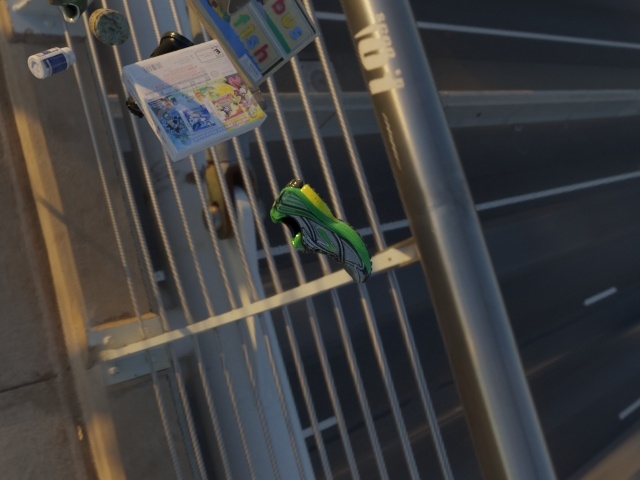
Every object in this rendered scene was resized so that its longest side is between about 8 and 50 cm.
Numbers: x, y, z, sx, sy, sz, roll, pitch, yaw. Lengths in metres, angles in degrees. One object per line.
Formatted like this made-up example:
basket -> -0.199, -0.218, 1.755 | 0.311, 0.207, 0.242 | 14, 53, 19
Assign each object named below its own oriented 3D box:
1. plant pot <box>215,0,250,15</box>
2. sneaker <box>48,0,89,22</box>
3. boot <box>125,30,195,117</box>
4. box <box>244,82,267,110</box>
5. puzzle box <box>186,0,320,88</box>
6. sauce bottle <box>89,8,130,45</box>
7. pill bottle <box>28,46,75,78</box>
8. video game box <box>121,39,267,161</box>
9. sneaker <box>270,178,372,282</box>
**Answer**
plant pot -> -0.229, -0.673, 1.189 | 0.274, 0.256, 0.256 | 38, 57, -8
sneaker -> -0.552, -0.541, 1.194 | 0.064, 0.192, 0.086 | 18, 78, 5
boot -> -0.447, -0.448, 1.559 | 0.094, 0.247, 0.207 | 26, 76, -31
box -> -0.333, -0.522, 2.039 | 0.231, 0.056, 0.183 | -23, 73, -4
puzzle box -> -0.210, -0.669, 1.561 | 0.272, 0.052, 0.409 | -44, 118, -12
sauce bottle -> -0.716, -0.719, 1.885 | 0.112, 0.344, 0.111 | -10, 114, -23
pill bottle -> -0.773, -0.517, 1.623 | 0.067, 0.067, 0.120 | 52, 44, -10
video game box -> -0.234, -0.267, 1.057 | 0.205, 0.048, 0.187 | -30, 84, -32
sneaker -> 0.000, 0.000, 1.546 | 0.343, 0.134, 0.146 | 43, 68, -7
